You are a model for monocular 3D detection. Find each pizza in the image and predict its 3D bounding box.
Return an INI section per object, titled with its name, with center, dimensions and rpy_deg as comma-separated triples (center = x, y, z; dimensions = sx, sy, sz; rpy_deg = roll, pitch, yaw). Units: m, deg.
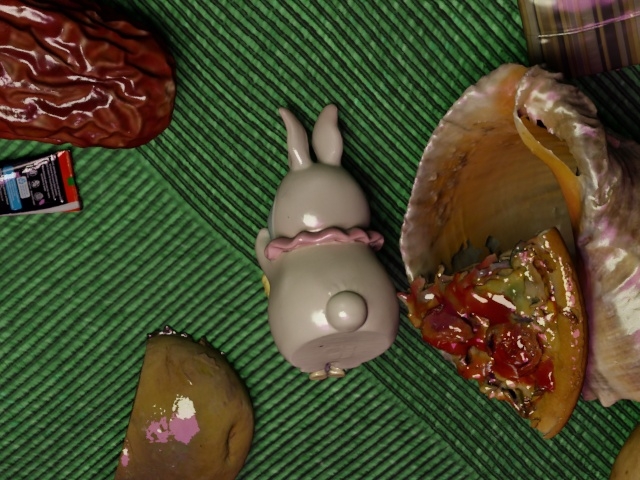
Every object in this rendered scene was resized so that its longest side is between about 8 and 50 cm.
[pizza]
center = 0.150, 0.084, 1.735
dimensions = 0.193, 0.053, 0.201
rpy_deg = 2, 112, 35

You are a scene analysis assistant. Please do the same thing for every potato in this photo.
[potato]
center = -0.144, 0.223, 1.987
dimensions = 0.138, 0.098, 0.243
rpy_deg = 14, 118, -5

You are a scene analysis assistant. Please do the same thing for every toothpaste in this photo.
[toothpaste]
center = -0.333, -0.046, 1.896
dimensions = 0.193, 0.045, 0.071
rpy_deg = -8, 124, 1

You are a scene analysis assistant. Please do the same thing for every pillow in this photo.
[pillow]
center = 0.285, -0.209, 1.769
dimensions = 0.203, 0.038, 0.113
rpy_deg = -11, 115, 9

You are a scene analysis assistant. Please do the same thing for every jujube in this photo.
[jujube]
center = -0.246, -0.160, 1.773
dimensions = 0.230, 0.155, 0.155
rpy_deg = 10, 117, -11

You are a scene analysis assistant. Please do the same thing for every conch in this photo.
[conch]
center = 0.234, 0.000, 1.798
dimensions = 0.297, 0.210, 0.352
rpy_deg = -18, 93, 22

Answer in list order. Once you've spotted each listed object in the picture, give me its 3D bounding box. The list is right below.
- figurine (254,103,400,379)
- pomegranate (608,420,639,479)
[figurine]
center = 0.000, 0.000, 1.844
dimensions = 0.127, 0.235, 0.155
rpy_deg = -9, 156, 0
[pomegranate]
center = 0.438, 0.272, 1.844
dimensions = 0.338, 0.338, 0.338
rpy_deg = 2, 117, 3
